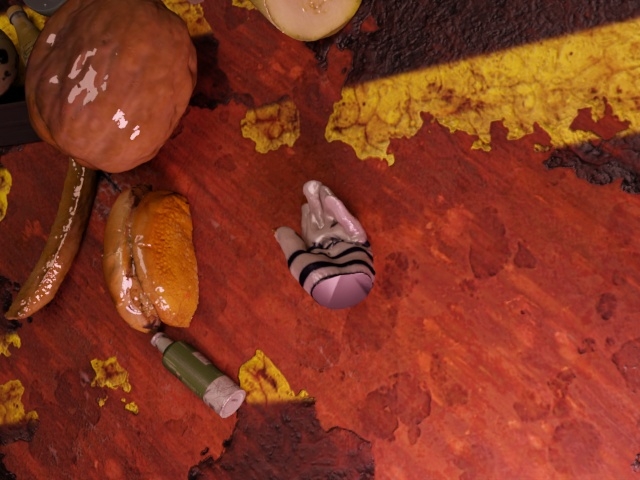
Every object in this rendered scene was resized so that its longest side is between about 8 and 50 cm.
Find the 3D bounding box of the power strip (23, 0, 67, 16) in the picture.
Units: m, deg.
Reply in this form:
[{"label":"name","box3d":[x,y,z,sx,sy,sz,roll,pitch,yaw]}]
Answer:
[{"label":"power strip","box3d":[-0.553,-0.535,1.990,0.216,0.044,0.137,24,93,29]}]

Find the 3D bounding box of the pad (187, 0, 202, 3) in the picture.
[{"label":"pad","box3d":[-0.208,-0.601,1.850,0.266,0.002,0.176,-49,64,12]}]

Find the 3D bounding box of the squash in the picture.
[{"label":"squash","box3d":[-0.029,-0.460,1.614,0.220,0.220,0.133,-43,62,14]}]

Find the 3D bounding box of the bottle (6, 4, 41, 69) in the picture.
[{"label":"bottle","box3d":[-0.580,-0.388,1.959,0.083,0.083,0.269,-42,62,15]}]

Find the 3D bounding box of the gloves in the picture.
[{"label":"gloves","box3d":[0.012,0.006,1.580,0.140,0.131,0.218,-37,36,19]}]

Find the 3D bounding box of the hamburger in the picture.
[{"label":"hamburger","box3d":[-0.321,0.024,1.714,0.144,0.157,0.282,-12,78,25]}]

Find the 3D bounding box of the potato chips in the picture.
[{"label":"potato chips","box3d":[-0.506,-0.028,1.862,0.057,0.080,0.406,14,82,41]}]

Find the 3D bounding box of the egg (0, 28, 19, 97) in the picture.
[{"label":"egg","box3d":[-0.732,-0.367,1.980,0.228,0.177,0.177,-3,79,44]}]

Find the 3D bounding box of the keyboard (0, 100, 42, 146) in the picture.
[{"label":"keyboard","box3d":[-0.726,-0.232,2.008,0.381,0.041,0.103,-7,121,21]}]

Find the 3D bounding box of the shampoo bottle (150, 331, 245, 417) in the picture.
[{"label":"shampoo bottle","box3d":[-0.224,0.230,1.682,0.204,0.065,0.065,35,98,26]}]

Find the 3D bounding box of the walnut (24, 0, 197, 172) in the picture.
[{"label":"walnut","box3d":[-0.372,-0.297,1.722,0.306,0.306,0.343,19,86,28]}]
